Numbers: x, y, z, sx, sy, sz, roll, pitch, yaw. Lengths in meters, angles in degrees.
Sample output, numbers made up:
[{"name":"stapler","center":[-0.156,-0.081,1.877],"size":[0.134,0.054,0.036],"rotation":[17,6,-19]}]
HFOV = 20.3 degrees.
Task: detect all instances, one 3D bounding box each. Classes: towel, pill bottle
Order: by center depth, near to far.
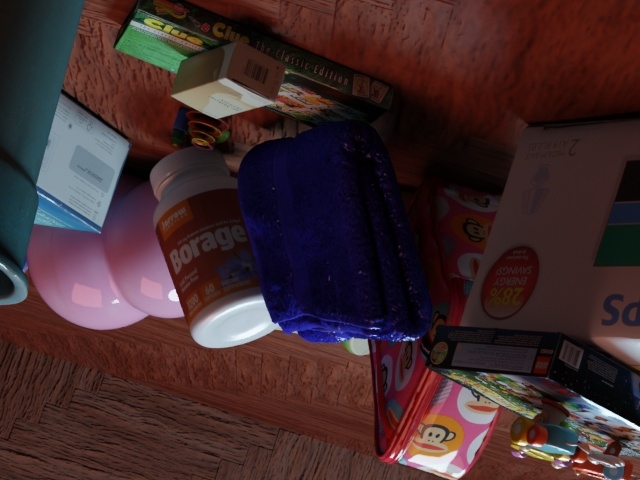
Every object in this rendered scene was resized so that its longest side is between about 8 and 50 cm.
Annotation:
[{"name":"towel","center":[0.000,0.000,1.825],"size":[0.076,0.228,0.308],"rotation":[-19,-176,-21]},{"name":"pill bottle","center":[-0.122,0.004,2.046],"size":[0.121,0.216,0.121],"rotation":[-18,155,-9]}]

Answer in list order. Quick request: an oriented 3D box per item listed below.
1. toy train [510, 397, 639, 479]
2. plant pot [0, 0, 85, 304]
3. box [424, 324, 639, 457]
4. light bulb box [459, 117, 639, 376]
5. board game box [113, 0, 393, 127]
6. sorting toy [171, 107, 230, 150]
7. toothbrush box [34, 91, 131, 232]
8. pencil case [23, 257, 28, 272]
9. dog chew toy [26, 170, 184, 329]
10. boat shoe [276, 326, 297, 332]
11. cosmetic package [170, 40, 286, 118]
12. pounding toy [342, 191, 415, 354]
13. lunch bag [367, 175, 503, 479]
[{"name":"toy train","center":[0.230,0.179,1.581],"size":[0.125,0.046,0.166],"rotation":[13,168,14]},{"name":"plant pot","center":[-0.355,-0.160,1.519],"size":[0.341,0.334,0.341],"rotation":[17,165,5]},{"name":"box","center":[0.231,0.141,1.615],"size":[0.233,0.044,0.159],"rotation":[28,163,-34]},{"name":"light bulb box","center":[0.392,0.053,1.637],"size":[0.361,0.225,0.358],"rotation":[29,162,-33]},{"name":"board game box","center":[-0.068,-0.169,1.750],"size":[0.259,0.030,0.136],"rotation":[21,167,-13]},{"name":"sorting toy","center":[-0.134,-0.118,1.978],"size":[0.061,0.042,0.102],"rotation":[18,165,1]},{"name":"toothbrush box","center":[-0.414,-0.118,2.137],"size":[0.295,0.126,0.216],"rotation":[9,163,34]},{"name":"pencil case","center":[-0.473,-0.013,2.395],"size":[0.119,0.133,0.306],"rotation":[19,-172,-24]},{"name":"dog chew toy","center":[-0.204,0.009,2.236],"size":[0.331,0.207,0.206],"rotation":[-2,157,31]},{"name":"boat shoe","center":[-0.001,0.080,2.378],"size":[0.341,0.122,0.110],"rotation":[12,163,17]},{"name":"cosmetic package","center":[-0.089,-0.152,1.701],"size":[0.060,0.041,0.115],"rotation":[25,163,-26]},{"name":"pounding toy","center":[0.056,0.025,2.100],"size":[0.110,0.183,0.237],"rotation":[40,173,21]},{"name":"lunch bag","center":[0.126,0.101,1.872],"size":[0.120,0.293,0.258],"rotation":[14,122,-10]}]
